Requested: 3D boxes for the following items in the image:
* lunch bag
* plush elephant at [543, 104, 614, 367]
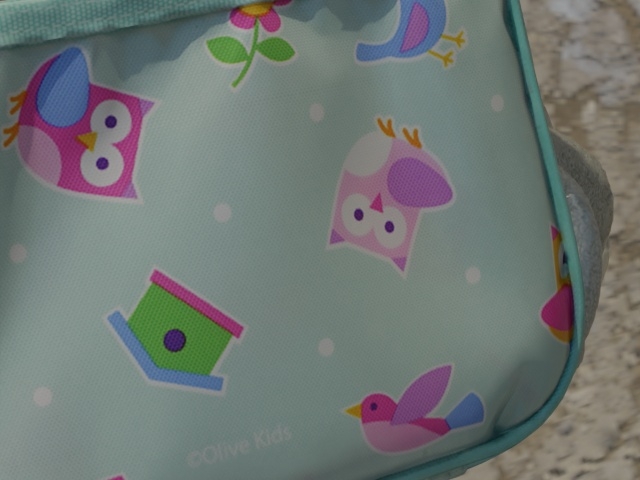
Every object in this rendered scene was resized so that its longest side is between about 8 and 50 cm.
[{"bbox_3d":[-0.066,-0.016,0.544,0.108,0.279,0.224,3,105,63],"label":"lunch bag"},{"bbox_3d":[0.000,0.000,0.889,0.272,0.330,0.255,13,58,9],"label":"plush elephant"}]
